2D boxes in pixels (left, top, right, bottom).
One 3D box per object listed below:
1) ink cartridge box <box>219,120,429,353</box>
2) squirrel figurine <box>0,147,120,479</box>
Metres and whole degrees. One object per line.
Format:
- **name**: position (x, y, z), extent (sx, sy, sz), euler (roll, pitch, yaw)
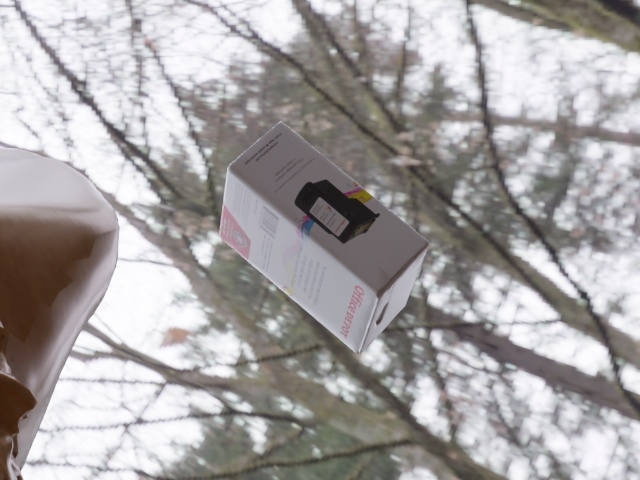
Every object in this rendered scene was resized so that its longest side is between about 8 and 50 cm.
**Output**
- **ink cartridge box**: position (0.000, 0.000, 1.266), extent (0.175, 0.127, 0.072), euler (40, -117, 14)
- **squirrel figurine**: position (-0.212, 0.149, 0.447), extent (0.281, 0.397, 0.370), euler (12, -82, -29)
